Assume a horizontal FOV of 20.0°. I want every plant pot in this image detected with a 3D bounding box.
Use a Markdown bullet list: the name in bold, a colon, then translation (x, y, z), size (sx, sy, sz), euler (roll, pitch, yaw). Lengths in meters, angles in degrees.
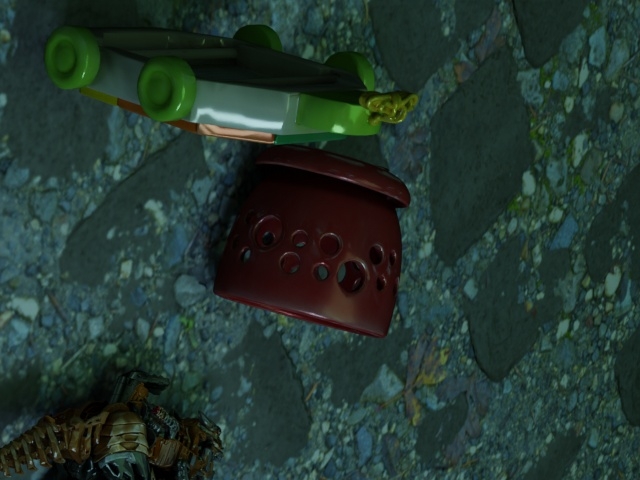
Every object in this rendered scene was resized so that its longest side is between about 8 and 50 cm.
- **plant pot**: translation (0.000, 0.000, 1.908), size (0.191, 0.191, 0.174), euler (24, 80, -53)

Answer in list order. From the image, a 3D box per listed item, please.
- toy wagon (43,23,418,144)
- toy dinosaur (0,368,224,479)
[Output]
- **toy wagon**: translation (-0.068, -0.139, 1.630), size (0.267, 0.344, 0.068), euler (-9, 114, -50)
- **toy dinosaur**: translation (-0.219, 0.234, 1.806), size (0.322, 0.164, 0.218), euler (9, 83, -34)
